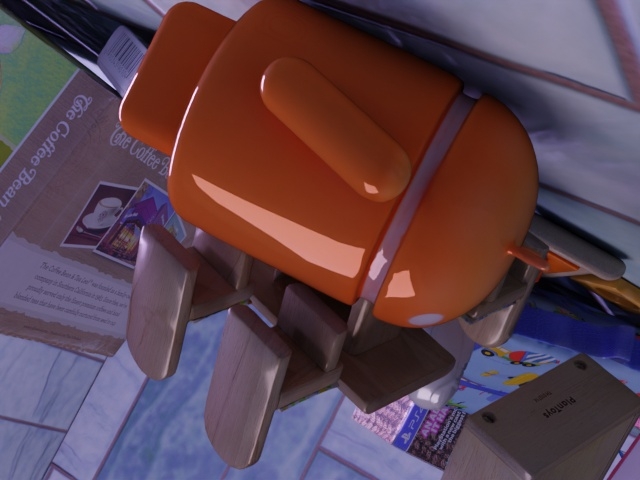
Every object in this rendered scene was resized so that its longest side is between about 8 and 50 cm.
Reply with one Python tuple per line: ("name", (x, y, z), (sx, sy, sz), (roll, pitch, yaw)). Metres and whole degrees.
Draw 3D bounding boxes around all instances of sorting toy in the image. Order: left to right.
("sorting toy", (0.111, -0.006, 0.841), (0.347, 0.047, 0.196), (28, 176, -8))

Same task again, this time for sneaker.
("sneaker", (0.054, 0.047, 0.905), (0.115, 0.090, 0.232), (17, -152, -17))

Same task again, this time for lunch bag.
("lunch bag", (0.200, 0.093, 1.019), (0.221, 0.138, 0.293), (19, 167, -17))

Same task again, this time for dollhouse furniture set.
("dollhouse furniture set", (0.036, 0.089, 0.649), (0.212, 0.161, 0.242), (-20, -131, -39))

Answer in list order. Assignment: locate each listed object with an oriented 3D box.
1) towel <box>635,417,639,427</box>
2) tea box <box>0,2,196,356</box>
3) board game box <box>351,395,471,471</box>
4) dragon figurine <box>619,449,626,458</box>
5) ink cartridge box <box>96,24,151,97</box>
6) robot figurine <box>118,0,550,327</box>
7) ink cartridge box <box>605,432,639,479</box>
("towel", (0.413, 0.229, 1.160), (0.144, 0.029, 0.197), (33, 172, -31))
("tea box", (-0.297, -0.084, 1.011), (0.323, 0.220, 0.329), (36, 178, 16))
("board game box", (0.236, 0.231, 1.631), (0.291, 0.232, 0.141), (30, 175, -22))
("dragon figurine", (0.415, 0.249, 1.332), (0.289, 0.144, 0.085), (28, 175, -11))
("ink cartridge box", (-0.052, -0.067, 0.853), (0.208, 0.045, 0.206), (31, -171, -37))
("robot figurine", (0.012, -0.038, 0.555), (0.219, 0.128, 0.158), (27, 141, 6))
("ink cartridge box", (0.315, 0.195, 0.643), (0.283, 0.207, 0.117), (38, 175, -9))
